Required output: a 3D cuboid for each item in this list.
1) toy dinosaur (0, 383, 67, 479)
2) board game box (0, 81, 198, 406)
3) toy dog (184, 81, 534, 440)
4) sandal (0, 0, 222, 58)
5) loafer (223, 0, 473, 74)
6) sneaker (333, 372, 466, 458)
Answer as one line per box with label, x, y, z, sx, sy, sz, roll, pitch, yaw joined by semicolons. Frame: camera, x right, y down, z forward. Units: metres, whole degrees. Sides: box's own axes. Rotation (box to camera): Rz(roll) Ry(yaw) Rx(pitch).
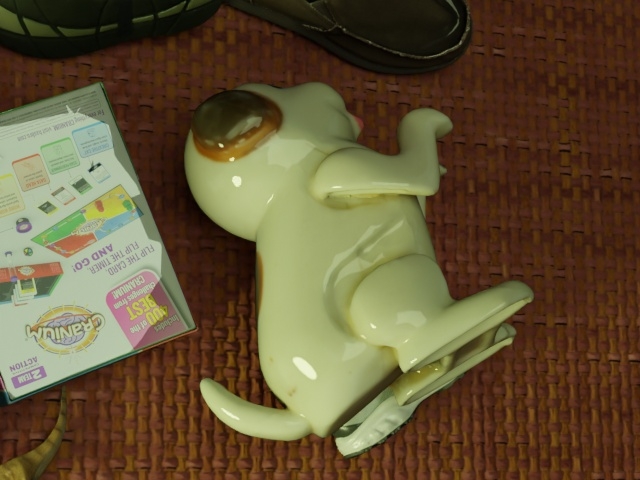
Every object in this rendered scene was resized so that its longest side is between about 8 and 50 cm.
toy dinosaur;-0.333;0.265;1.768;0.211;0.064;0.112;-37;93;-23
board game box;-0.312;0.002;1.822;0.242;0.064;0.316;-20;88;-22
toy dog;0.000;0.000;1.821;0.395;0.284;0.408;-31;75;2
sandal;-0.265;-0.292;1.882;0.303;0.120;0.086;-10;56;-24
loafer;0.035;-0.307;1.972;0.366;0.130;0.134;13;76;-18
sneaker;0.109;0.151;1.938;0.271;0.100;0.108;-37;89;-22
